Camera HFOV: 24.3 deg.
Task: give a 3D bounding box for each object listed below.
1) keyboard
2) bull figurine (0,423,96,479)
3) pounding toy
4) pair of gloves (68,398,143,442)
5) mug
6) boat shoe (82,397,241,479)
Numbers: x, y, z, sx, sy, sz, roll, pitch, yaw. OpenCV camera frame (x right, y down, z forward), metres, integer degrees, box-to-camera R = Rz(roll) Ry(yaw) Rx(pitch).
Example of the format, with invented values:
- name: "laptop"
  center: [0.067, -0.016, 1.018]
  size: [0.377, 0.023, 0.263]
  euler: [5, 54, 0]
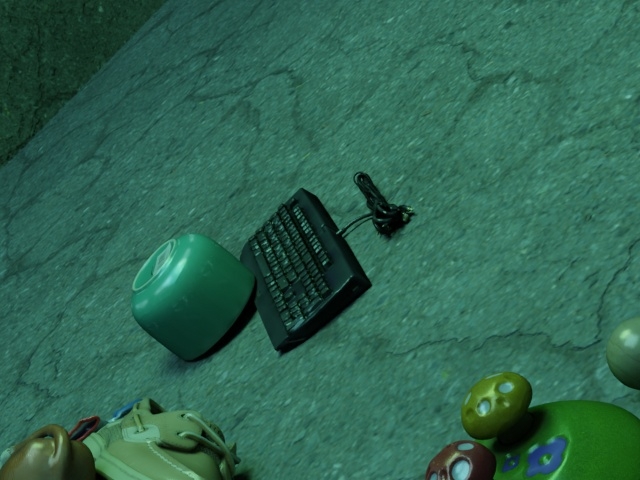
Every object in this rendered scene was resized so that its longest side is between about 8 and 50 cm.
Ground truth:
- name: "keyboard"
  center: [0.000, 0.000, 1.640]
  size: [0.201, 0.033, 0.317]
  euler: [-40, 22, 4]
- name: "bull figurine"
  center: [-0.255, 0.313, 1.267]
  size: [0.188, 0.101, 0.310]
  euler: [-16, 60, 65]
- name: "pounding toy"
  center: [0.147, 0.138, 0.999]
  size: [0.237, 0.110, 0.183]
  euler: [-39, 21, 8]
- name: "pair of gloves"
  center: [-0.267, 0.232, 1.549]
  size: [0.198, 0.023, 0.159]
  euler: [-41, -12, 6]
- name: "mug"
  center: [-0.158, 0.057, 1.686]
  size: [0.129, 0.097, 0.158]
  euler: [-58, 21, -21]
- name: "boat shoe"
  center: [-0.137, 0.202, 1.351]
  size: [0.110, 0.121, 0.341]
  euler: [-46, 19, -14]
